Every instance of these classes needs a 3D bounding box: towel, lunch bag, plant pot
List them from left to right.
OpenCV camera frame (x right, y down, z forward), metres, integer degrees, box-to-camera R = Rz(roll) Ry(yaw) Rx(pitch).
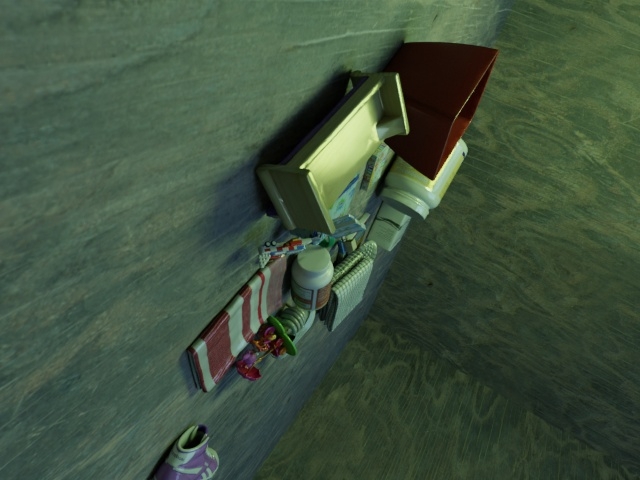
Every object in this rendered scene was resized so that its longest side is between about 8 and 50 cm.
[{"bbox_3d":[-0.191,0.200,1.106,0.329,0.037,0.237,-50,161,-35],"label":"towel"},{"bbox_3d":[0.013,-0.105,1.117,0.219,0.090,0.176,-45,156,-48],"label":"lunch bag"},{"bbox_3d":[0.084,0.196,1.800,0.235,0.121,0.283,-41,155,-33],"label":"towel"},{"bbox_3d":[0.282,-0.373,1.216,0.267,0.236,0.267,-55,164,-19],"label":"plant pot"}]

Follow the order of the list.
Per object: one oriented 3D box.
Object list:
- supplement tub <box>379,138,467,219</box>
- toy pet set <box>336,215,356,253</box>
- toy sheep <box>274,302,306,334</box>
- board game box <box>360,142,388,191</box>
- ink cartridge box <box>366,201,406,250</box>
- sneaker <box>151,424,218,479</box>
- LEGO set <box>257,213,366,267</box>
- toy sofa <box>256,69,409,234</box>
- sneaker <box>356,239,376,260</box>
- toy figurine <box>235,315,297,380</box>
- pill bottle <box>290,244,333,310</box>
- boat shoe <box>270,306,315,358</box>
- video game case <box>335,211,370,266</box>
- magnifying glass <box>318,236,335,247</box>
[{"bbox_3d":[0.404,-0.272,1.797,0.331,0.241,0.241,-60,165,-2],"label":"supplement tub"},{"bbox_3d":[0.087,-0.017,1.624,0.122,0.065,0.114,-41,121,-59],"label":"toy pet set"},{"bbox_3d":[-0.090,0.248,1.426,0.132,0.091,0.091,-49,161,-37],"label":"toy sheep"},{"bbox_3d":[0.186,-0.253,1.530,0.103,0.026,0.154,-50,161,-38],"label":"board game box"},{"bbox_3d":[0.359,-0.133,2.126,0.223,0.129,0.307,-36,151,-59],"label":"ink cartridge box"},{"bbox_3d":[-0.328,0.580,1.235,0.160,0.102,0.282,-62,165,-6],"label":"sneaker"},{"bbox_3d":[-0.027,0.012,0.980,0.245,0.060,0.182,-17,170,13],"label":"LEGO set"},{"bbox_3d":[0.021,-0.192,0.924,0.362,0.177,0.150,-52,138,-29],"label":"toy sofa"},{"bbox_3d":[0.175,0.090,1.956,0.235,0.090,0.094,-64,178,27],"label":"sneaker"},{"bbox_3d":[-0.170,0.319,1.278,0.159,0.130,0.173,-41,143,-29],"label":"toy figurine"},{"bbox_3d":[-0.025,0.107,1.313,0.121,0.121,0.216,-52,163,-31],"label":"pill bottle"},{"bbox_3d":[-0.094,0.307,1.538,0.227,0.079,0.081,-56,169,-7],"label":"boat shoe"},{"bbox_3d":[0.125,0.038,1.873,0.204,0.025,0.285,-50,162,-33],"label":"video game case"},{"bbox_3d":[0.000,0.000,1.301,0.026,0.092,0.231,-23,162,-20],"label":"magnifying glass"}]
